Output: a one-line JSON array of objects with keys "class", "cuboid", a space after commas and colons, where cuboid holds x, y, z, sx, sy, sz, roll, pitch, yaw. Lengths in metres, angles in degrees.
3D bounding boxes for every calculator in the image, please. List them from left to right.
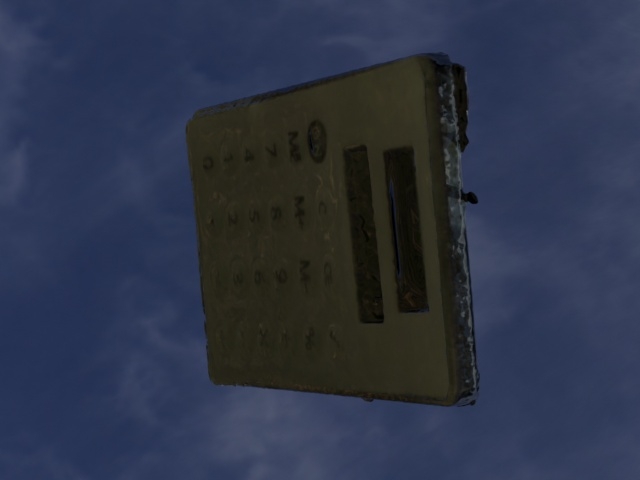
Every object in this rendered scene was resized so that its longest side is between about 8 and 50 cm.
[{"class": "calculator", "cuboid": [0.000, 0.000, 0.807, 0.262, 0.021, 0.161, -6, -92, 62]}]
